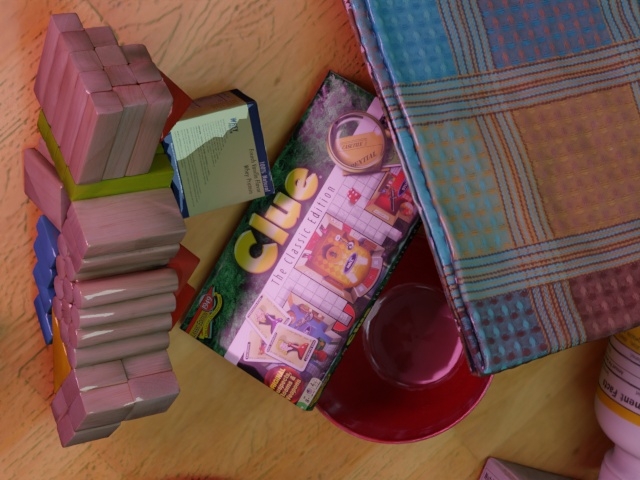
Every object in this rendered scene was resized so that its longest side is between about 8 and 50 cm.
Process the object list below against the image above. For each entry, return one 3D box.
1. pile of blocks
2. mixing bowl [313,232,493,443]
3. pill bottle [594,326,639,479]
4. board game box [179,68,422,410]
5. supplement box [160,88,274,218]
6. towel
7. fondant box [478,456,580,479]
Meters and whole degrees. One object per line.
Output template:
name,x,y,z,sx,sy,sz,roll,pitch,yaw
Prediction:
pile of blocks,-0.160,-0.006,1.199,0.113,0.149,0.362,-10,121,-29
mixing bowl,0.074,0.083,1.308,0.181,0.098,0.181,-1,88,15
pill bottle,0.364,0.104,1.389,0.188,0.188,0.334,6,105,-22
board game box,0.000,0.000,1.268,0.136,0.030,0.259,31,95,17
supplement box,-0.092,-0.073,1.238,0.083,0.056,0.083,-17,112,-15
towel,0.183,-0.097,1.237,0.271,0.040,0.370,-15,83,-23
fondant box,0.222,0.403,1.484,0.238,0.096,0.330,17,101,-24
